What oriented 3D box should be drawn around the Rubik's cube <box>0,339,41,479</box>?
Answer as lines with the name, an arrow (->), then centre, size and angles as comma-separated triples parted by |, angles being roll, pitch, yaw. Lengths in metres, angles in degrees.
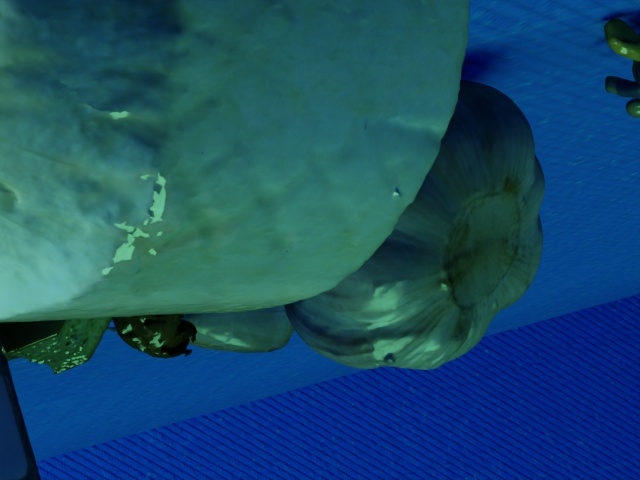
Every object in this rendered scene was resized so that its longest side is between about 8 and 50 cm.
Rubik's cube -> -0.387, 0.175, 1.119 | 0.305, 0.303, 0.301 | -26, 168, 37

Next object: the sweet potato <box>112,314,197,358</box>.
sweet potato -> -0.133, 0.013, 1.281 | 0.124, 0.098, 0.310 | -29, 160, 6

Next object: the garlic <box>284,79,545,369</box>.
garlic -> 0.033, -0.019, 1.219 | 0.219, 0.218, 0.212 | -9, -158, -44

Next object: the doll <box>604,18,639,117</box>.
doll -> 0.255, -0.121, 1.248 | 0.102, 0.089, 0.179 | -19, 148, 12

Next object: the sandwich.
sandwich -> -0.254, 0.069, 1.401 | 0.244, 0.088, 0.090 | -18, 167, 8

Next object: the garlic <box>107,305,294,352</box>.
garlic -> -0.106, 0.078, 1.773 | 0.129, 0.090, 0.198 | -8, -178, 35

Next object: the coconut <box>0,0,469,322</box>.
coconut -> -0.057, -0.071, 0.555 | 0.202, 0.202, 0.222 | -25, 167, 41
